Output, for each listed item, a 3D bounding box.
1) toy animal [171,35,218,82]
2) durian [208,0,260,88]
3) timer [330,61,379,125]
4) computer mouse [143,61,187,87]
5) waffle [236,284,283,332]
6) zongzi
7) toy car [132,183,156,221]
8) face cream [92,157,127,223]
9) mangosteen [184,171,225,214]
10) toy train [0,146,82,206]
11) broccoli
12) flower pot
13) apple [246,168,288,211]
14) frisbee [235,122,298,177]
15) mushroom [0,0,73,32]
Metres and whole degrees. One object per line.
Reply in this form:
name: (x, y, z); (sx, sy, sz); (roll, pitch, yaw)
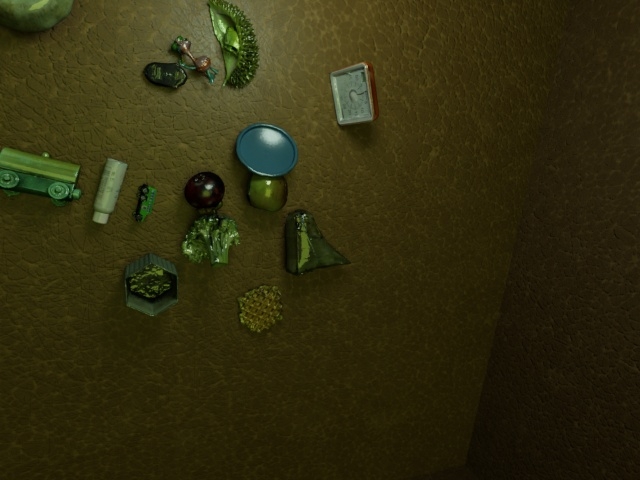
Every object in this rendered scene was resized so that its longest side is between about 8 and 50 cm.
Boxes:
toy animal: (-0.523, -0.741, 1.681); (0.208, 0.100, 0.103); (39, 87, -30)
durian: (-0.359, -0.841, 1.742); (0.169, 0.157, 0.355); (-3, 106, 14)
timer: (0.184, -0.690, 1.915); (0.161, 0.250, 0.257); (-17, 109, -19)
computer mouse: (-0.635, -0.681, 1.669); (0.172, 0.057, 0.099); (4, 103, -13)
waffle: (-0.303, 0.348, 2.069); (0.243, 0.059, 0.237); (-21, 113, -15)
zongzi: (0.000, 0.000, 2.052); (0.360, 0.160, 0.323); (-4, 105, -22)
toy car: (-0.753, -0.158, 1.735); (0.062, 0.071, 0.165); (11, 98, -40)
face cream: (-0.872, -0.198, 1.666); (0.082, 0.082, 0.269); (17, 96, -26)
mangosteen: (-0.500, -0.201, 1.784); (0.200, 0.200, 0.200); (-6, 105, -22)
toy train: (-1.083, -0.242, 1.558); (0.307, 0.126, 0.189); (12, 65, -25)
broccoli: (-0.479, 0.010, 1.787); (0.263, 0.243, 0.247); (-9, 146, -21)
flower pot: (-0.734, 0.186, 1.760); (0.209, 0.189, 0.239); (-2, 105, -24)
apple: (-0.244, -0.237, 1.892); (0.207, 0.174, 0.188); (7, 103, -41)
frisbee: (-0.245, -0.407, 1.856); (0.289, 0.049, 0.289); (7, 67, -16)
mushroom: (-1.003, -0.884, 1.342); (0.352, 0.260, 0.352); (-4, 103, -17)
